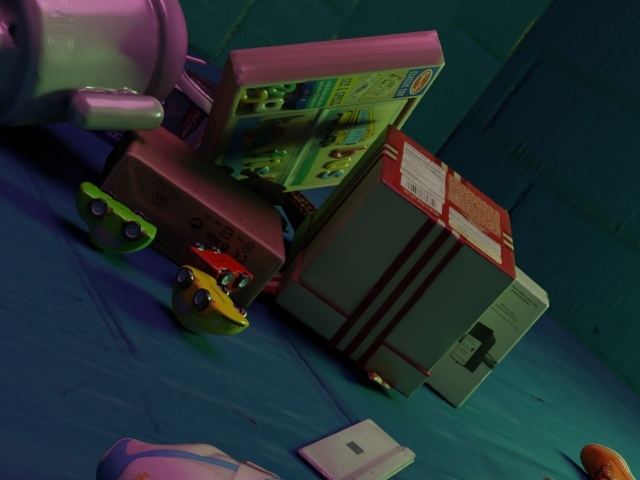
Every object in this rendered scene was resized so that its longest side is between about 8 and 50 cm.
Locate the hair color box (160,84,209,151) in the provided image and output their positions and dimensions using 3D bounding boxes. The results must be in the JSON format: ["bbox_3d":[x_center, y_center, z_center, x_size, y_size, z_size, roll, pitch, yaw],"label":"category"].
[{"bbox_3d":[-0.260,-0.217,1.942,0.374,0.113,0.185,40,11,20],"label":"hair color box"}]

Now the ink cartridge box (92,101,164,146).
[{"bbox_3d":[-0.342,-0.226,1.730,0.207,0.097,0.046,34,10,-18],"label":"ink cartridge box"}]

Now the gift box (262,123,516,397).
[{"bbox_3d":[0.082,0.035,1.558,0.255,0.258,0.276,37,24,-5],"label":"gift box"}]

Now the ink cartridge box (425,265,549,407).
[{"bbox_3d":[0.244,0.139,1.775,0.087,0.208,0.153,41,10,4],"label":"ink cartridge box"}]

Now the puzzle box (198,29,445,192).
[{"bbox_3d":[-0.019,-0.158,1.615,0.409,0.272,0.052,123,-44,-68],"label":"puzzle box"}]

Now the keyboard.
[{"bbox_3d":[0.042,0.224,1.227,0.072,0.014,0.256,34,8,15],"label":"keyboard"}]

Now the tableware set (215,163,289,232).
[{"bbox_3d":[-0.113,-0.057,1.643,0.141,0.020,0.168,16,-30,7],"label":"tableware set"}]

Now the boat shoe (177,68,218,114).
[{"bbox_3d":[-0.118,-0.205,1.830,0.228,0.076,0.080,37,10,-2],"label":"boat shoe"}]

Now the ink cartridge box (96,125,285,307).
[{"bbox_3d":[-0.163,-0.041,1.489,0.235,0.088,0.193,35,13,-15],"label":"ink cartridge box"}]

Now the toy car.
[{"bbox_3d":[-0.178,0.018,1.284,0.225,0.053,0.239,35,9,-10],"label":"toy car"}]

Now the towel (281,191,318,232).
[{"bbox_3d":[0.000,0.000,1.849,0.275,0.031,0.199,48,-13,54],"label":"towel"}]

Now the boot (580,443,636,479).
[{"bbox_3d":[0.456,0.375,1.876,0.085,0.059,0.158,23,17,-40],"label":"boot"}]

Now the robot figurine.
[{"bbox_3d":[-0.307,-0.244,1.439,0.353,0.200,0.300,-12,61,-46],"label":"robot figurine"}]

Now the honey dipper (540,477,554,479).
[{"bbox_3d":[0.356,0.367,1.626,0.161,0.030,0.030,33,10,-35],"label":"honey dipper"}]

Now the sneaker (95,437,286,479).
[{"bbox_3d":[-0.054,0.187,0.816,0.229,0.087,0.092,29,10,-49],"label":"sneaker"}]
